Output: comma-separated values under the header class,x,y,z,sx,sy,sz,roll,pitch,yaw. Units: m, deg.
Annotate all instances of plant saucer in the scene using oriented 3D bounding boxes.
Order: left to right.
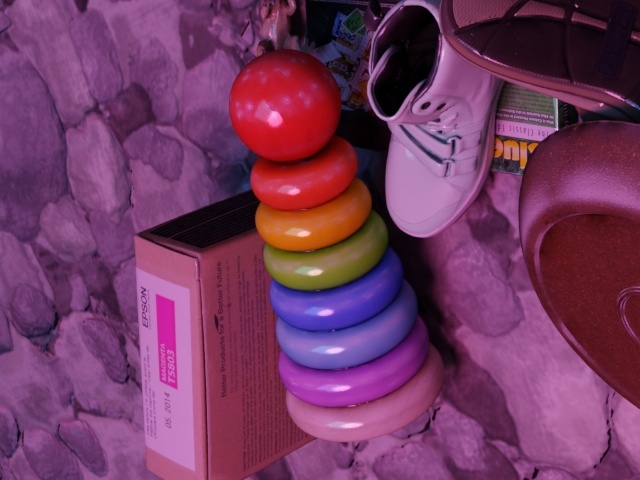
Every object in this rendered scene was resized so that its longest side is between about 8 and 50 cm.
class,x,y,z,sx,sy,sz,roll,pitch,yaw
plant saucer,0.254,0.051,1.117,0.310,0.050,0.310,36,156,19

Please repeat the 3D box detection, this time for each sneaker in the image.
class,x,y,z,sx,sy,sz,roll,pitch,yaw
sneaker,0.069,-0.095,1.219,0.094,0.151,0.256,38,130,25

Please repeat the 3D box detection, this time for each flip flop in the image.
class,x,y,z,sx,sy,sz,roll,pitch,yaw
flip flop,0.210,-0.111,1.113,0.277,0.112,0.080,22,164,1

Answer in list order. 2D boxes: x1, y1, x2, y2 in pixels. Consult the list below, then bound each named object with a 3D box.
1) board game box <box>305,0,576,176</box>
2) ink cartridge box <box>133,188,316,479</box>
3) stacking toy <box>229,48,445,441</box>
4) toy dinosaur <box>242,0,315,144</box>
class,x,y,z,sx,sy,sz,roll,pitch,yaw
board game box,0.094,-0.131,1.310,0.259,0.030,0.136,14,113,40
ink cartridge box,-0.066,0.083,1.433,0.088,0.193,0.235,19,118,39
stacking toy,0.000,0.000,1.319,0.141,0.141,0.330,11,129,41
toy dinosaur,-0.037,-0.168,1.395,0.092,0.053,0.183,-125,36,-75
